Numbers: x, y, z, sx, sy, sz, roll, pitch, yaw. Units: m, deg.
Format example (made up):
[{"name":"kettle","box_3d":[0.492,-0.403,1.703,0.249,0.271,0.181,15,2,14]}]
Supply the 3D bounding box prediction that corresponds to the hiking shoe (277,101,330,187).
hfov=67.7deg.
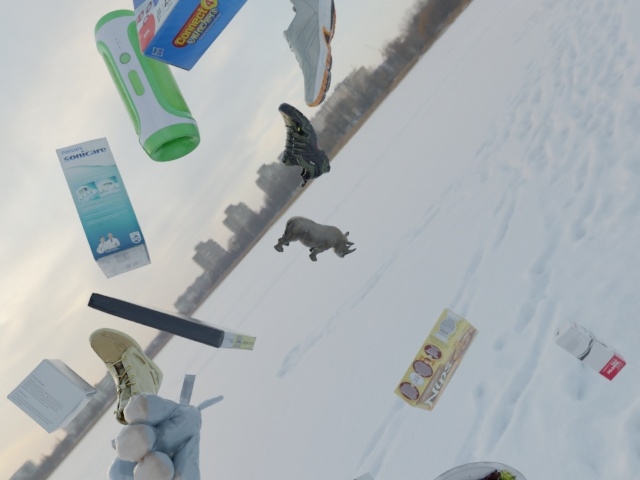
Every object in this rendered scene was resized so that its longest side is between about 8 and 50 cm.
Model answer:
[{"name":"hiking shoe","box_3d":[-0.064,-0.254,1.280,0.114,0.227,0.086,-35,23,-7]}]

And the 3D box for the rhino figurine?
[{"name":"rhino figurine","box_3d":[0.000,0.000,1.281,0.106,0.243,0.073,-59,33,26]}]

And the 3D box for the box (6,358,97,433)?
[{"name":"box","box_3d":[-0.487,0.282,0.877,0.087,0.101,0.102,-50,1,-18]}]

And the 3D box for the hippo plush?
[{"name":"hippo plush","box_3d":[-0.417,0.478,1.132,0.236,0.234,0.294,-32,28,22]}]

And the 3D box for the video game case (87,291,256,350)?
[{"name":"video game case","box_3d":[-0.292,0.173,0.994,0.248,0.274,0.035,64,-139,-75]}]

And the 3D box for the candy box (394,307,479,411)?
[{"name":"candy box","box_3d":[0.382,0.391,1.551,0.317,0.087,0.183,-57,-38,-3]}]

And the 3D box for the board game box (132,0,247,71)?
[{"name":"board game box","box_3d":[-0.172,-0.466,0.679,0.086,0.302,0.308,3,-24,-45]}]

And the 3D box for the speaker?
[{"name":"speaker","box_3d":[-0.358,-0.317,0.986,0.131,0.297,0.131,-26,-7,-4]}]

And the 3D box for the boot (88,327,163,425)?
[{"name":"boot","box_3d":[-0.527,0.373,1.282,0.095,0.262,0.203,-30,29,2]}]

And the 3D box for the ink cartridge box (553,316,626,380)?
[{"name":"ink cartridge box","box_3d":[0.687,0.274,1.226,0.063,0.150,0.109,-59,-18,17]}]

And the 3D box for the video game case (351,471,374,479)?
[{"name":"video game case","box_3d":[0.044,0.533,0.810,0.231,0.042,0.210,-14,30,-25]}]

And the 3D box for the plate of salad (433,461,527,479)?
[{"name":"plate of salad","box_3d":[0.261,0.454,0.803,0.200,0.199,0.048,-47,17,14]}]

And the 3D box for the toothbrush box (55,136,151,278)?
[{"name":"toothbrush box","box_3d":[-0.549,-0.077,1.224,0.126,0.296,0.216,-21,-10,-21]}]

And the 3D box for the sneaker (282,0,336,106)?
[{"name":"sneaker","box_3d":[-0.032,-0.452,1.141,0.099,0.120,0.263,-15,-69,-82]}]
